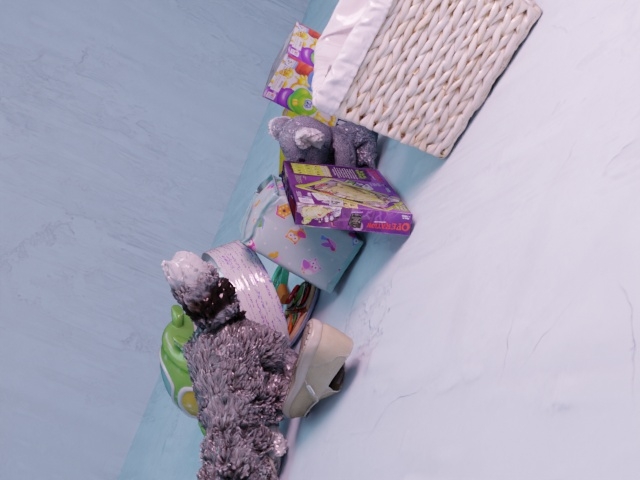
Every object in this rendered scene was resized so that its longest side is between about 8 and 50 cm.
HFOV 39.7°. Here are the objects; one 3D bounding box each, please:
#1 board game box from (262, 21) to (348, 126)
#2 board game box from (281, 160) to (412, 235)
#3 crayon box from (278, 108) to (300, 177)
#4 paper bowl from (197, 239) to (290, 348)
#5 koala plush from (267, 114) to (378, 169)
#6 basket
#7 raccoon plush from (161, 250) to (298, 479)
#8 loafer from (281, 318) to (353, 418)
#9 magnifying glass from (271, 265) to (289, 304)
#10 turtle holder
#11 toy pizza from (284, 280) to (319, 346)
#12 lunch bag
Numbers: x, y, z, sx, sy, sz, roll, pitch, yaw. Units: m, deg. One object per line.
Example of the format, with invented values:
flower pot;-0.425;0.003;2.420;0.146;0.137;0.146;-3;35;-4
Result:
board game box;0.026;-0.361;2.066;0.142;0.275;0.144;-53;18;42
board game box;0.039;-0.087;1.685;0.347;0.208;0.056;-109;21;-72
crayon box;-0.050;-0.352;2.676;0.319;0.081;0.202;-90;25;-43
paper bowl;-0.187;0.152;1.891;0.284;0.148;0.284;56;158;35
koala plush;-0.001;-0.203;1.938;0.203;0.221;0.196;-63;30;5
basket;0.167;-0.367;1.561;0.331;0.266;0.328;-58;15;26
raccoon plush;-0.207;0.280;1.635;0.216;0.446;0.299;-25;33;28
loafer;-0.006;0.240;1.551;0.269;0.092;0.102;106;180;-52
magnifying glass;-0.103;0.117;2.267;0.092;0.026;0.231;-63;14;9
turtle holder;-0.249;0.312;2.091;0.320;0.243;0.228;36;122;37
toy pizza;-0.062;0.162;1.993;0.201;0.032;0.201;-57;13;21
lunch bag;-0.048;-0.023;1.872;0.160;0.223;0.262;-58;13;9
